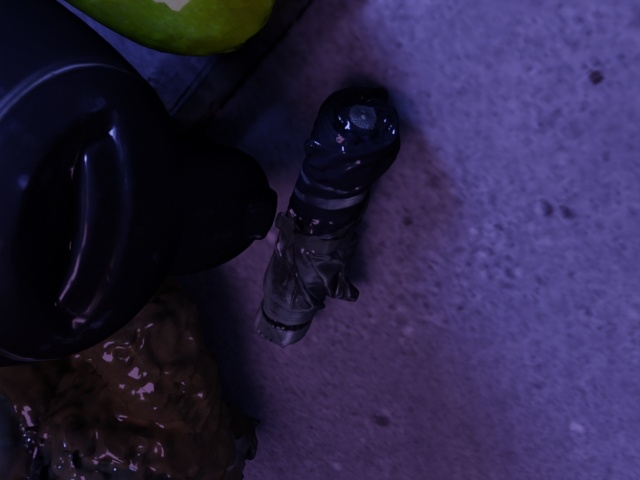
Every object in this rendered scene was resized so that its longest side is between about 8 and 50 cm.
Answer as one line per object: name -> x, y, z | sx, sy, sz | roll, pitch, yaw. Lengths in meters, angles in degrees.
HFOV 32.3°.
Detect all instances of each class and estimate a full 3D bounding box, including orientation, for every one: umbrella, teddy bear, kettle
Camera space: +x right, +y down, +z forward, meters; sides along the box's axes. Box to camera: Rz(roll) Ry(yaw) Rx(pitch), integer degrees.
umbrella -> 0.000, 0.000, 0.560 | 0.050, 0.046, 0.188 | 46, 145, 18
teddy bear -> -0.172, 0.121, 0.734 | 0.256, 0.156, 0.267 | 12, 94, 30
kettle -> -0.168, -0.043, 0.513 | 0.290, 0.268, 0.207 | 15, 101, 30

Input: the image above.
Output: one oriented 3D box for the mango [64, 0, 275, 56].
mango -> -0.104, -0.169, 0.432 | 0.233, 0.111, 0.125 | 42, 145, -8
